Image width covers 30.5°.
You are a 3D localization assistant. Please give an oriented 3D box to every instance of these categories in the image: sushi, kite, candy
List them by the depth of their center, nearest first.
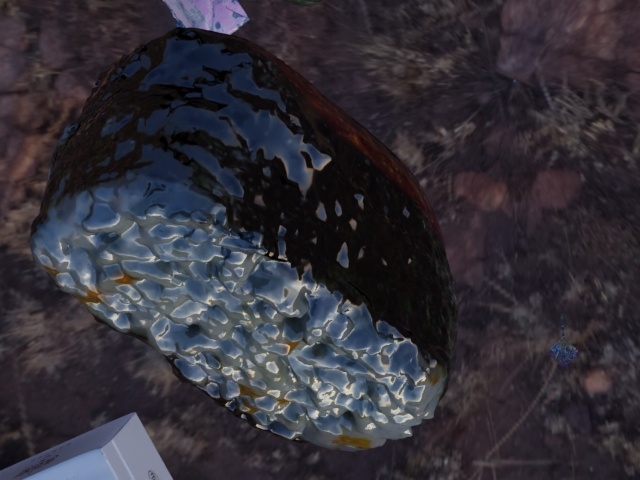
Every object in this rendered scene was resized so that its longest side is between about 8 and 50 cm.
[{"bbox_3d":[-0.025,0.009,0.563,0.136,0.225,0.126,-17,51,39],"label":"sushi"},{"bbox_3d":[0.359,0.153,1.762,0.044,0.002,0.078,-24,96,9],"label":"kite"},{"bbox_3d":[-0.192,-0.378,1.788,0.092,0.073,0.160,-42,119,-12],"label":"candy"}]

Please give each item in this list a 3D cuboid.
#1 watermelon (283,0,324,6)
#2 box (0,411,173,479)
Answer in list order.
[{"bbox_3d":[-0.022,-0.348,1.551,0.078,0.110,0.078,6,99,40],"label":"watermelon"},{"bbox_3d":[-0.324,0.381,1.569,0.274,0.116,0.203,-26,98,23],"label":"box"}]
